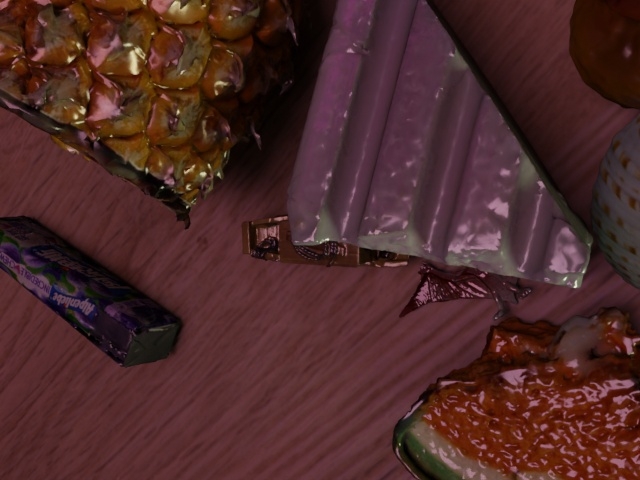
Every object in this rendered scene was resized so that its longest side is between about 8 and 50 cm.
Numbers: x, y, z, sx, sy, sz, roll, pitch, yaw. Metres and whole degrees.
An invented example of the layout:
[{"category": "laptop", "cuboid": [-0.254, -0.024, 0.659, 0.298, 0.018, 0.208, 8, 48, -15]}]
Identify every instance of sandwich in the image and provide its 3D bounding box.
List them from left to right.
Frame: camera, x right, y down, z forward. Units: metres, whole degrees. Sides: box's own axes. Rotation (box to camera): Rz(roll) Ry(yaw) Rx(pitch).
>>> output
[{"category": "sandwich", "cuboid": [0.210, 0.172, 0.767, 0.292, 0.109, 0.212, -10, 84, 30]}]

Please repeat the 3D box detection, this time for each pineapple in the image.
[{"category": "pineapple", "cuboid": [-0.191, -0.213, 0.830, 0.353, 0.352, 0.300, 23, 79, 28]}]

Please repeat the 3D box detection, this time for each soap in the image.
[{"category": "soap", "cuboid": [0.133, -0.116, 0.726, 0.258, 0.159, 0.302, 12, 88, 26]}]

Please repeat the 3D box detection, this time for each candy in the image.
[{"category": "candy", "cuboid": [-0.318, 0.056, 1.087, 0.312, 0.088, 0.061, 31, 106, 26]}]

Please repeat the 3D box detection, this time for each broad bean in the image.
[{"category": "broad bean", "cuboid": [0.284, -0.216, 0.668, 0.156, 0.122, 0.228, 38, 110, 21]}]

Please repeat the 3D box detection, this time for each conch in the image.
[{"category": "conch", "cuboid": [0.313, -0.021, 0.651, 0.172, 0.131, 0.199, -2, 105, -5]}]

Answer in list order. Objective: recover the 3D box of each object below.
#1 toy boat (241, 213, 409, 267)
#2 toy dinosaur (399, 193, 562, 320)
[{"category": "toy boat", "cuboid": [0.000, 0.000, 0.891, 0.201, 0.077, 0.057, 3, 98, 31]}, {"category": "toy dinosaur", "cuboid": [0.153, 0.024, 0.827, 0.220, 0.032, 0.108, -44, 76, 30]}]
